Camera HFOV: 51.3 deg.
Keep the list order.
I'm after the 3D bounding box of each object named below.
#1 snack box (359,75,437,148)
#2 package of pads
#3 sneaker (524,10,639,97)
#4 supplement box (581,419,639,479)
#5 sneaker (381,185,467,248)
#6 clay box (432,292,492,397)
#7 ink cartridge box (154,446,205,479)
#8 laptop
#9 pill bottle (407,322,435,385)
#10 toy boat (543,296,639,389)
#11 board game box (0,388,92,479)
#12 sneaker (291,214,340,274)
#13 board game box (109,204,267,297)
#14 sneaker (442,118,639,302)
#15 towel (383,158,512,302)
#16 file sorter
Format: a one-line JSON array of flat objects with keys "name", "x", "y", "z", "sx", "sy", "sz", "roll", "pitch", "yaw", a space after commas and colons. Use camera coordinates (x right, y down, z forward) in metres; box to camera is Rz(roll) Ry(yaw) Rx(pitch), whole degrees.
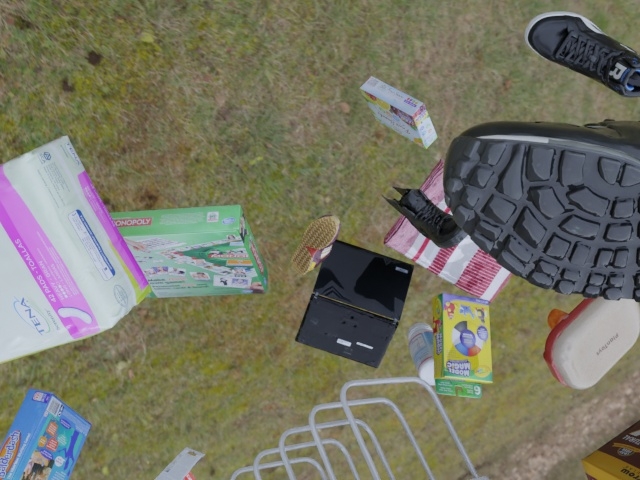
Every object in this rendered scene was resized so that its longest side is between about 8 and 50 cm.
[{"name": "snack box", "x": 0.145, "y": -0.239, "z": 1.243, "sx": 0.037, "sy": 0.141, "sz": 0.100, "roll": -47, "pitch": 143, "yaw": -5}, {"name": "package of pads", "x": -0.382, "y": 0.031, "z": 0.823, "sx": 0.297, "sy": 0.101, "sz": 0.229, "roll": -17, "pitch": 109, "yaw": 22}, {"name": "sneaker", "x": 0.432, "y": -0.287, "z": 1.038, "sx": 0.217, "sy": 0.121, "sz": 0.079, "roll": 16, "pitch": 120, "yaw": -15}, {"name": "supplement box", "x": 0.403, "y": 0.271, "z": 0.669, "sx": 0.194, "sy": 0.129, "sz": 0.191, "roll": -26, "pitch": 103, "yaw": -17}, {"name": "sneaker", "x": 0.163, "y": -0.042, "z": 1.053, "sx": 0.051, "sy": 0.170, "sz": 0.089, "roll": -45, "pitch": 107, "yaw": -4}, {"name": "clay box", "x": 0.321, "y": 0.238, "z": 1.512, "sx": 0.128, "sy": 0.053, "sz": 0.222, "roll": 10, "pitch": 67, "yaw": -20}, {"name": "ink cartridge box", "x": -0.250, "y": 0.415, "z": 1.154, "sx": 0.115, "sy": 0.063, "sz": 0.029, "roll": -44, "pitch": 119, "yaw": -34}, {"name": "laptop", "x": 0.087, "y": 0.166, "z": 1.737, "sx": 0.234, "sy": 0.136, "sz": 0.264, "roll": 19, "pitch": 123, "yaw": -1}, {"name": "pill bottle", "x": 0.269, "y": 0.279, "z": 1.670, "sx": 0.087, "sy": 0.160, "sz": 0.087, "roll": -4, "pitch": 120, "yaw": -6}, {"name": "toy boat", "x": 0.518, "y": 0.173, "z": 1.327, "sx": 0.231, "sy": 0.151, "sz": 0.151, "roll": -40, "pitch": 118, "yaw": -12}, {"name": "board game box", "x": -0.467, "y": 0.372, "z": 1.091, "sx": 0.160, "sy": 0.047, "sz": 0.210, "roll": 77, "pitch": 24, "yaw": -55}, {"name": "sneaker", "x": 0.000, "y": 0.000, "z": 1.571, "sx": 0.084, "sy": 0.069, "sz": 0.185, "roll": -29, "pitch": 162, "yaw": -52}, {"name": "board game box", "x": -0.258, "y": 0.027, "z": 1.046, "sx": 0.318, "sy": 0.046, "sz": 0.213, "roll": -3, "pitch": 150, "yaw": 6}, {"name": "sneaker", "x": 0.216, "y": -0.032, "z": 0.424, "sx": 0.283, "sy": 0.124, "sz": 0.107, "roll": 14, "pitch": 136, "yaw": -1}, {"name": "towel", "x": 0.342, "y": -0.012, "z": 1.563, "sx": 0.329, "sy": 0.037, "sz": 0.237, "roll": 29, "pitch": 104, "yaw": -18}, {"name": "file sorter", "x": 0.037, "y": 0.319, "z": 0.881, "sx": 0.193, "sy": 0.173, "sz": 0.277, "roll": 7, "pitch": 137, "yaw": -43}]
